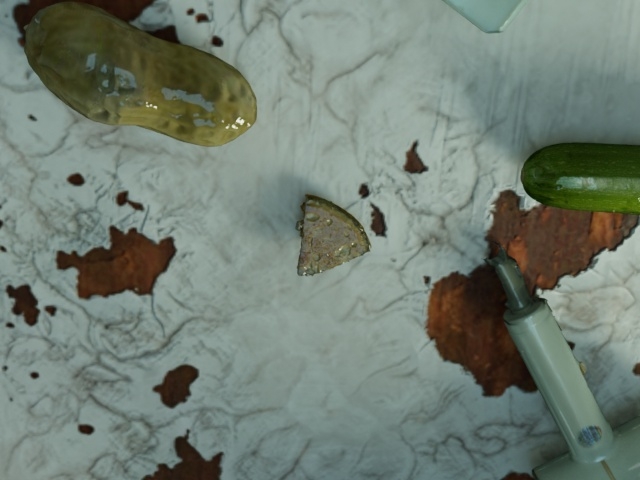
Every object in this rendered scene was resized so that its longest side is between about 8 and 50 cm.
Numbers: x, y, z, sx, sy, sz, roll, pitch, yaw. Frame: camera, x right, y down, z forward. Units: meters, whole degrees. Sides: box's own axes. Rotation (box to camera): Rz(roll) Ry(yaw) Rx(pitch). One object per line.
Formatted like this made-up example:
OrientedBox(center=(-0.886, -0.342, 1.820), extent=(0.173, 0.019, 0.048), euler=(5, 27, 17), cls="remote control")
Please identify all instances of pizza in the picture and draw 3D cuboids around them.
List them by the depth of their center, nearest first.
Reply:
OrientedBox(center=(0.000, 0.000, 1.085), extent=(0.083, 0.025, 0.078), euler=(41, 98, -13), cls="pizza")

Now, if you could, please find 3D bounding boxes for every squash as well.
OrientedBox(center=(0.309, -0.058, 1.075), extent=(0.239, 0.069, 0.069), euler=(4, 112, -8), cls="squash")

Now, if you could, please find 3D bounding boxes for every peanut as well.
OrientedBox(center=(-0.157, -0.139, 0.979), extent=(0.214, 0.099, 0.099), euler=(18, 109, -19), cls="peanut")

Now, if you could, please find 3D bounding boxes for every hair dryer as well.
OrientedBox(center=(0.263, 0.148, 1.148), extent=(0.173, 0.107, 0.357), euler=(-29, 107, 3), cls="hair dryer")

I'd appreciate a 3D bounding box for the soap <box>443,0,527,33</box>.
OrientedBox(center=(0.164, -0.289, 0.962), extent=(0.119, 0.066, 0.198), euler=(34, 105, -16), cls="soap")
